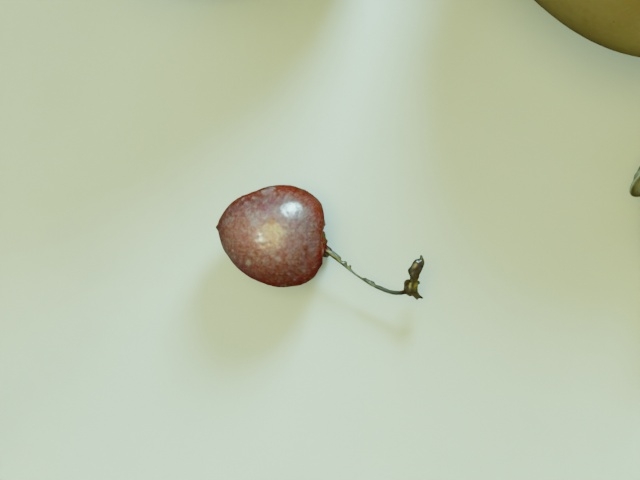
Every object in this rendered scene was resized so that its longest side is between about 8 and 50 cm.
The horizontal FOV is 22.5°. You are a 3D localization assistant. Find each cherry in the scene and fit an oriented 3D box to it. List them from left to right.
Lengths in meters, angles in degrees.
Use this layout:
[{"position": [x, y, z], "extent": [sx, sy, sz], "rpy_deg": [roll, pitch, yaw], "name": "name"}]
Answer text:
[{"position": [0.000, 0.000, 1.655], "extent": [0.225, 0.090, 0.107], "rpy_deg": [7, 85, 8], "name": "cherry"}]

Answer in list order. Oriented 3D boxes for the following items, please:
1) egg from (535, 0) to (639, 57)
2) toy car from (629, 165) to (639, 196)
[{"position": [0.291, -0.346, 1.486], "extent": [0.301, 0.301, 0.374], "rpy_deg": [-37, 80, 10], "name": "egg"}, {"position": [0.362, -0.048, 1.558], "extent": [0.139, 0.112, 0.112], "rpy_deg": [-34, 63, 1], "name": "toy car"}]
